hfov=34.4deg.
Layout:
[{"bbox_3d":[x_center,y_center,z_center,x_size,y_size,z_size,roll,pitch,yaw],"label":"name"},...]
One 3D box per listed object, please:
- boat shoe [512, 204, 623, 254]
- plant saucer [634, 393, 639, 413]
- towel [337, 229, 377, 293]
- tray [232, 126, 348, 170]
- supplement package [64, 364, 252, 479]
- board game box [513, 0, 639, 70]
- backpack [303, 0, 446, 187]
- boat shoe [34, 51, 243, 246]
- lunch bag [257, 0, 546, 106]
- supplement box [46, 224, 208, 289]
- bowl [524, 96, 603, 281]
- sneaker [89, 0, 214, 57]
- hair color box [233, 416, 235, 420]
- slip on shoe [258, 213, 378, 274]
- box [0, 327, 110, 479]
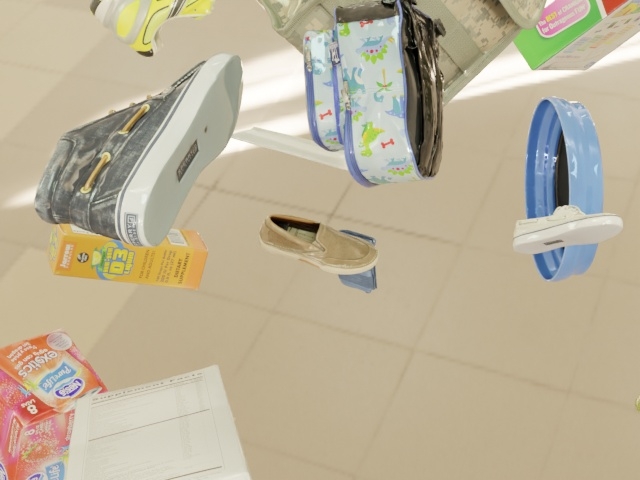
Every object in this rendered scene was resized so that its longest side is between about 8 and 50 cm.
[{"bbox_3d":[0.213,-0.015,0.896,0.100,0.035,0.035,-15,59,39],"label":"boat shoe"},{"bbox_3d":[0.661,0.276,1.755,0.241,0.037,0.241,1,13,0],"label":"plant saucer"},{"bbox_3d":[0.056,0.032,1.636,0.067,0.119,0.029,19,54,21],"label":"towel"},{"bbox_3d":[-0.009,-0.144,1.668,0.270,0.030,0.145,19,9,40],"label":"tray"},{"bbox_3d":[-0.122,0.213,0.837,0.139,0.134,0.244,-13,13,-7],"label":"supplement package"},{"bbox_3d":[0.450,-0.357,1.462,0.242,0.316,0.064,-14,71,-58],"label":"board game box"},{"bbox_3d":[0.038,-0.092,0.682,0.084,0.114,0.105,-7,-2,20],"label":"backpack"},{"bbox_3d":[-0.117,-0.073,0.696,0.083,0.065,0.183,12,45,15],"label":"boat shoe"},{"bbox_3d":[0.098,-0.275,0.999,0.287,0.235,0.169,-43,51,10],"label":"lunch bag"},{"bbox_3d":[-0.298,0.019,1.600,0.233,0.078,0.080,7,23,-24],"label":"supplement box"},{"bbox_3d":[0.511,-0.107,2.186,0.077,0.391,0.391,-1,43,-1],"label":"bowl"},{"bbox_3d":[-0.211,-0.472,1.778,0.384,0.147,0.145,-36,16,15],"label":"sneaker"},{"bbox_3d":[-0.211,0.324,1.852,0.043,0.141,0.072,-6,57,27],"label":"hair color box"},{"bbox_3d":[0.000,0.000,1.144,0.135,0.041,0.051,15,47,0],"label":"slip on shoe"},{"bbox_3d":[-0.358,0.251,1.290,0.122,0.257,0.128,-18,51,-39],"label":"box"}]
